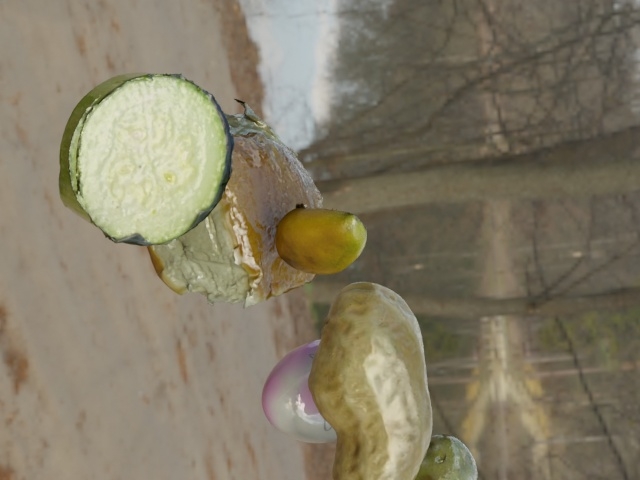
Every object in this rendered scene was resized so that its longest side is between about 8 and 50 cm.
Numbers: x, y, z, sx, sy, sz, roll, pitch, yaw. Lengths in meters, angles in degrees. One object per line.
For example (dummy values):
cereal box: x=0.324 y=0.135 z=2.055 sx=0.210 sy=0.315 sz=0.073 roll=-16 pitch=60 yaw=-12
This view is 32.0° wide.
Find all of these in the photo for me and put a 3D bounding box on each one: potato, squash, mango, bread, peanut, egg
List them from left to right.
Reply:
squash: x=-0.223 y=-0.111 z=1.350 sx=0.133 sy=0.220 sz=0.220 roll=31 pitch=-35 yaw=45
bread: x=-0.133 y=-0.059 z=1.619 sx=0.250 sy=0.225 sz=0.279 roll=-28 pitch=110 yaw=-52
mango: x=0.000 y=0.000 z=1.442 sx=0.101 sy=0.187 sz=0.066 roll=47 pitch=60 yaw=-17
egg: x=0.005 y=0.279 z=2.073 sx=0.271 sy=0.196 sz=0.196 roll=11 pitch=73 yaw=-62
peanut: x=0.082 y=0.260 z=1.800 sx=0.169 sy=0.192 sz=0.387 roll=179 pitch=-96 yaw=-75
potato: x=0.196 y=0.453 z=2.000 sx=0.174 sy=0.159 sz=0.251 roll=-34 pitch=149 yaw=-28
